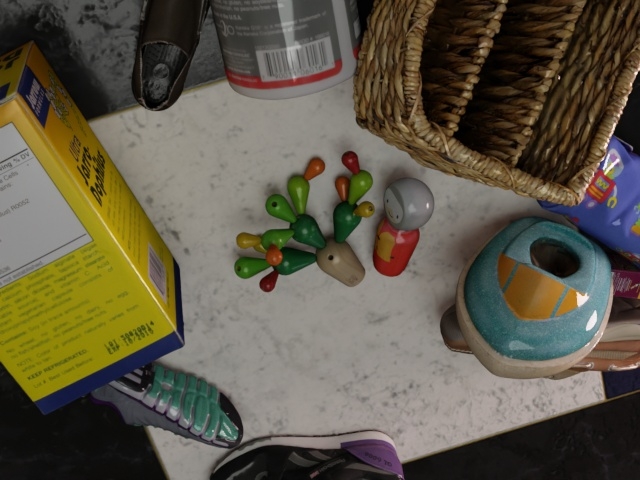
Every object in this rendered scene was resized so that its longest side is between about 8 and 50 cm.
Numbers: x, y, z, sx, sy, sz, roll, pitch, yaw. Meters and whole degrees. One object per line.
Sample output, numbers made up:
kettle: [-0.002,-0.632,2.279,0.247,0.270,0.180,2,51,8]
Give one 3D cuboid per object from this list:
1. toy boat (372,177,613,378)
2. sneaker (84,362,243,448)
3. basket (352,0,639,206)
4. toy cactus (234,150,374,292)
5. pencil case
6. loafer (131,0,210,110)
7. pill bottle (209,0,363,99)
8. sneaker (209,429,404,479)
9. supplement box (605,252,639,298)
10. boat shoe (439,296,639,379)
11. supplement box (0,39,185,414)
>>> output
toy boat: [0.215,0.034,1.322,0.318,0.267,0.148,24,134,10]
sneaker: [-0.215,0.230,1.440,0.224,0.083,0.098,34,128,-18]
basket: [0.195,-0.218,1.112,0.213,0.223,0.299,26,88,-38]
toy cactus: [0.000,0.000,1.340,0.219,0.112,0.180,-44,125,4]
pencil case: [0.426,-0.036,1.373,0.306,0.119,0.133,30,86,-21]
loafer: [-0.166,-0.242,1.189,0.080,0.078,0.220,6,116,-13]
pill bottle: [-0.051,-0.311,1.127,0.161,0.161,0.283,-13,118,-3]
sneaker: [-0.020,0.350,1.493,0.283,0.124,0.107,-10,118,-4]
supplement box: [0.404,0.048,1.447,0.083,0.055,0.043,7,116,-12]
boat shoe: [0.324,0.141,1.447,0.324,0.123,0.116,0,119,-8]
supplement box: [-0.328,-0.014,1.216,0.194,0.195,0.356,-26,119,4]
